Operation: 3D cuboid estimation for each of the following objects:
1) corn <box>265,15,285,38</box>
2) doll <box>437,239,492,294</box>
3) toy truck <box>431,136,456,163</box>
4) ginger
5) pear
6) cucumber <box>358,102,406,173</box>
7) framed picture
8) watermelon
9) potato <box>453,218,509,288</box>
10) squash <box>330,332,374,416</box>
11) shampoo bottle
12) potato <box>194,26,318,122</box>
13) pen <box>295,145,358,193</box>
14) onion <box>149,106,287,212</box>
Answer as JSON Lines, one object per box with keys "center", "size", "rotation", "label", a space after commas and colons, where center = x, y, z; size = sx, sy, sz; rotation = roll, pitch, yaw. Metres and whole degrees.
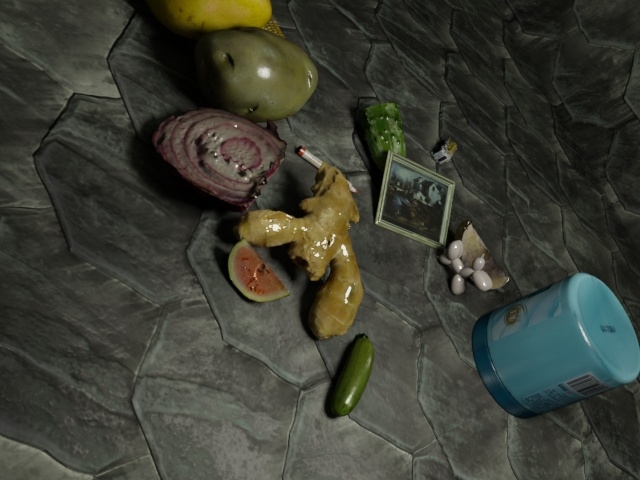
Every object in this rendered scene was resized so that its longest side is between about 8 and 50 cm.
{"center": [-0.144, -0.537, 1.922], "size": [0.115, 0.115, 0.318], "rotation": [-10, 71, -48], "label": "corn"}
{"center": [0.418, 0.078, 2.038], "size": [0.059, 0.161, 0.160], "rotation": [-14, 93, -45], "label": "doll"}
{"center": [0.428, -0.308, 2.377], "size": [0.063, 0.052, 0.123], "rotation": [53, 38, -12], "label": "toy truck"}
{"center": [0.016, 0.006, 1.638], "size": [0.363, 0.122, 0.348], "rotation": [47, 60, -4], "label": "ginger"}
{"center": [-0.279, -0.627, 1.716], "size": [0.336, 0.285, 0.285], "rotation": [12, 55, -48], "label": "pear"}
{"center": [0.200, -0.288, 2.085], "size": [0.134, 0.134, 0.245], "rotation": [7, 63, -42], "label": "cucumber"}
{"center": [0.292, -0.115, 2.061], "size": [0.296, 0.019, 0.232], "rotation": [19, 76, -35], "label": "framed picture"}
{"center": [-0.146, 0.073, 1.532], "size": [0.163, 0.087, 0.069], "rotation": [52, 9, -7], "label": "watermelon"}
{"center": [0.464, 0.056, 2.157], "size": [0.120, 0.100, 0.261], "rotation": [-42, 115, -12], "label": "potato"}
{"center": [0.082, 0.303, 1.598], "size": [0.066, 0.066, 0.252], "rotation": [43, 41, -15], "label": "squash"}
{"center": [0.671, 0.301, 1.973], "size": [0.331, 0.342, 0.331], "rotation": [25, 49, -32], "label": "shampoo bottle"}
{"center": [-0.163, -0.401, 1.703], "size": [0.326, 0.243, 0.221], "rotation": [-2, 75, -59], "label": "potato"}
{"center": [0.022, -0.190, 1.911], "size": [0.218, 0.026, 0.026], "rotation": [35, 44, -24], "label": "pen"}
{"center": [-0.236, -0.175, 1.570], "size": [0.280, 0.146, 0.314], "rotation": [26, 43, 3], "label": "onion"}
